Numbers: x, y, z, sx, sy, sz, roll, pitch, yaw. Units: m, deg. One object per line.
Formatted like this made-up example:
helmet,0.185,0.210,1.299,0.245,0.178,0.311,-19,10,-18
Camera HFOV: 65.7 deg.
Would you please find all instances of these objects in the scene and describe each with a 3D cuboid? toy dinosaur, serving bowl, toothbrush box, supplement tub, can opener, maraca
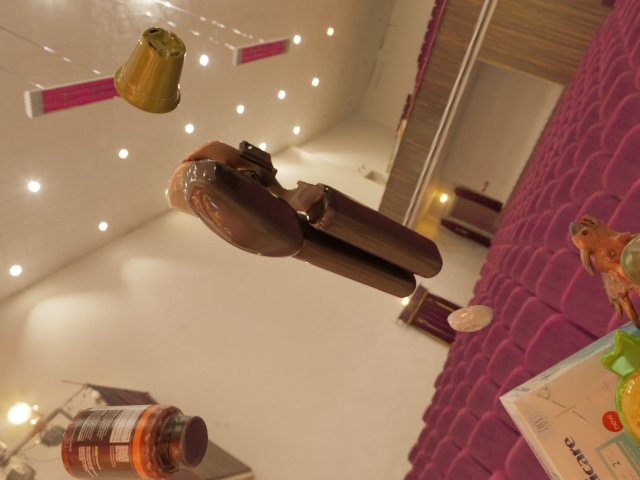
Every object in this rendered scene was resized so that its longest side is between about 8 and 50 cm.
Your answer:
toy dinosaur,0.473,0.047,0.603,0.200,0.295,0.127,-31,-53,-33
serving bowl,0.281,0.150,0.921,0.083,0.083,0.027,88,176,-58
toothbrush box,0.489,0.285,0.813,0.295,0.216,0.126,-30,-18,2
supplement tub,-0.269,0.297,0.731,0.106,0.198,0.106,-7,-90,-73
can opener,0.000,0.000,0.424,0.280,0.093,0.074,21,-50,-38
maraca,0.416,0.181,0.590,0.127,0.186,0.099,-27,4,15

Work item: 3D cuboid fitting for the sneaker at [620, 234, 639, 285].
sneaker,0.313,0.006,0.368,0.086,0.192,0.064,-1,-97,-36

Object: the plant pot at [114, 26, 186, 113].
plant pot,-0.201,-0.214,0.610,0.079,0.083,0.083,-42,2,46
